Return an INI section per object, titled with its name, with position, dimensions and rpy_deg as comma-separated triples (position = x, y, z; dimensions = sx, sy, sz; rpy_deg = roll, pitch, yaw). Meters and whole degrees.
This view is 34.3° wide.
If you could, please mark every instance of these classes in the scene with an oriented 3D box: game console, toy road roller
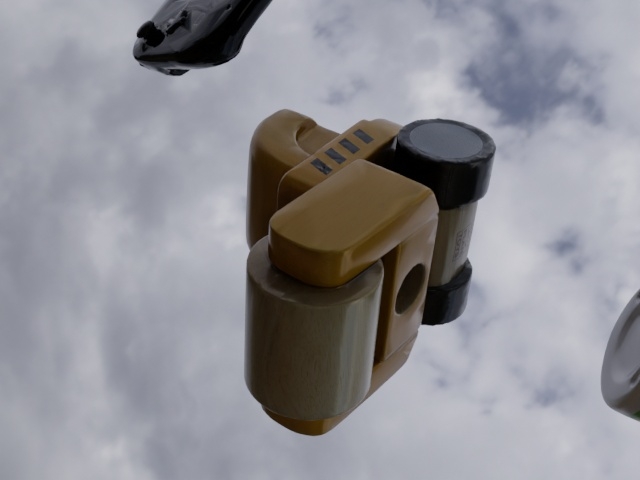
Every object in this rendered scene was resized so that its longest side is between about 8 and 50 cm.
[game console]
position = 0.015, -0.243, 0.630
dimensions = 0.044, 0.361, 0.213
rpy_deg = 41, -17, -24
[toy road roller]
position = 0.000, 0.000, 0.994
dimensions = 0.241, 0.329, 0.202
rpy_deg = 24, -51, 26

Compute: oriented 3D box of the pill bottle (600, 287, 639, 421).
[pill bottle]
position = 0.401, 0.138, 0.961
dimensions = 0.246, 0.136, 0.136
rpy_deg = 23, -49, -3
